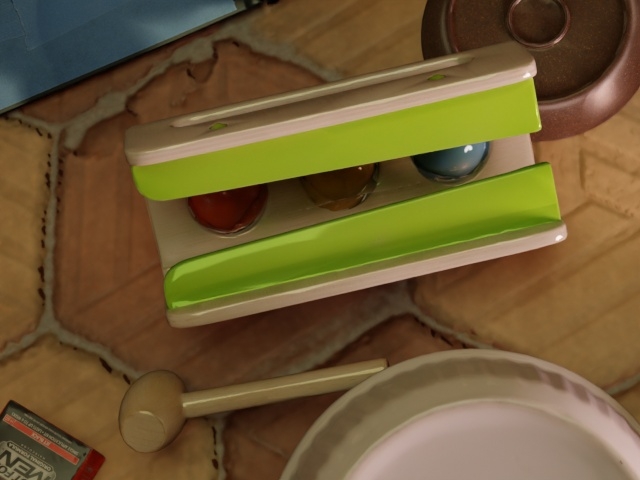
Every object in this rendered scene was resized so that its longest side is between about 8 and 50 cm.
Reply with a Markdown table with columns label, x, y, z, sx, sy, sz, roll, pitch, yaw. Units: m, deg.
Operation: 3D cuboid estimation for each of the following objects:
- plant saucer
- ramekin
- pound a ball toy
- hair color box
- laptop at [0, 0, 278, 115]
| label | x | y | z | sx | sy | sz | roll | pitch | yaw |
| --- | --- | --- | --- | --- | --- | --- | --- | --- | --- |
| plant saucer | 0.155 | -0.154 | 1.271 | 0.168 | 0.029 | 0.168 | -2 | 73 | 7 |
| ramekin | 0.100 | 0.199 | 1.092 | 0.273 | 0.127 | 0.273 | 0 | 86 | 0 |
| pound a ball toy | 0.000 | 0.000 | 1.208 | 0.319 | 0.136 | 0.208 | -13 | 105 | -1 |
| hair color box | -0.216 | 0.188 | 1.209 | 0.072 | 0.043 | 0.141 | 29 | 80 | 13 |
| laptop | -0.171 | -0.348 | 1.269 | 0.236 | 0.408 | 0.382 | -12 | 69 | -32 |
